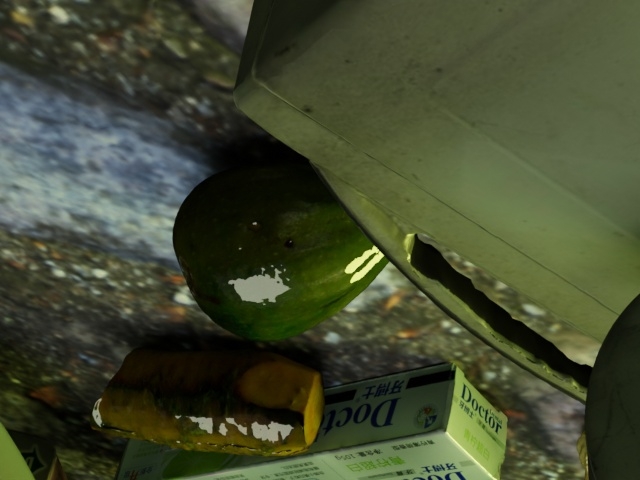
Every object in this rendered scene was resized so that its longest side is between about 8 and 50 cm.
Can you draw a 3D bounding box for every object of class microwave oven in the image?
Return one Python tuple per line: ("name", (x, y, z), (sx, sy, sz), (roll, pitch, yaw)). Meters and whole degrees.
("microwave oven", (0.217, -0.096, 0.496), (0.394, 0.247, 0.333), (31, 140, -24))

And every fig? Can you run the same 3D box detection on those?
("fig", (0.000, 0.000, 0.828), (0.177, 0.117, 0.117), (-10, 140, 13))

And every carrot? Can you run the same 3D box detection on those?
("carrot", (-0.084, 0.119, 1.030), (0.173, 0.082, 0.082), (6, 144, 14))

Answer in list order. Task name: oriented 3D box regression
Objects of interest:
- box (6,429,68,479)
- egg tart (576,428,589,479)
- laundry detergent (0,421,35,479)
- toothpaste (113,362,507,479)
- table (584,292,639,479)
("box", (-0.289, 0.261, 1.297), (0.120, 0.069, 0.224), (6, 145, 9))
("egg tart", (0.247, 0.183, 1.008), (0.130, 0.052, 0.130), (46, 158, 24))
("laundry detergent", (-0.289, 0.272, 1.119), (0.264, 0.125, 0.398), (-32, 96, 44))
("toothpaste", (-0.016, 0.173, 1.092), (0.336, 0.067, 0.081), (-17, 134, 34))
("table", (0.147, 0.064, 0.411), (0.133, 0.133, 0.043), (3, 145, 14))
